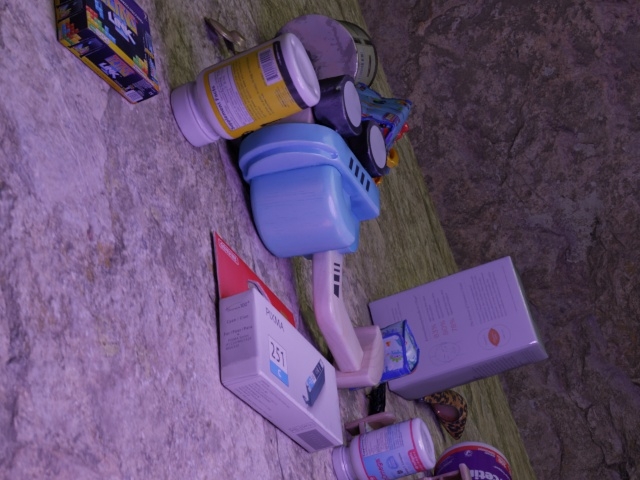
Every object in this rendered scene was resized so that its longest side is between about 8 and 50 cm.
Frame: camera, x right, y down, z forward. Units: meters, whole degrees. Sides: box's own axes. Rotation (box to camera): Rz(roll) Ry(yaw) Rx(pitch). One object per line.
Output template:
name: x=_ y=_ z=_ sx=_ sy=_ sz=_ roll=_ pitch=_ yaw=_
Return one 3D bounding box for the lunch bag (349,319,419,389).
lunch bag: x=0.120 y=0.234 z=1.837 sx=0.096 sy=0.128 sz=0.151 roll=64 pitch=18 yaw=-19

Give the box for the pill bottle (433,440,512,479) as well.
pill bottle: x=0.337 y=0.598 z=2.038 sx=0.323 sy=0.181 sz=0.182 roll=-75 pitch=143 yaw=-66

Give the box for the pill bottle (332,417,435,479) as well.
pill bottle: x=0.105 y=0.359 z=1.560 sx=0.087 sy=0.160 sz=0.087 roll=-20 pitch=90 yaw=-75

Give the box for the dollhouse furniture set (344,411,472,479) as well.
dollhouse furniture set: x=0.172 y=0.445 z=1.685 sx=0.242 sy=0.161 sz=0.212 roll=52 pitch=23 yaw=-49

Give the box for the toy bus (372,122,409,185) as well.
toy bus: x=0.122 y=-0.221 z=2.274 sx=0.149 sy=0.211 sz=0.220 roll=-83 pitch=151 yaw=-62

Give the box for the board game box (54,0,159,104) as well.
board game box: x=-0.281 y=-0.282 z=1.231 sx=0.170 sy=0.048 sz=0.141 roll=42 pitch=32 yaw=-61

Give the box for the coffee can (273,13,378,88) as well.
coffee can: x=0.011 y=-0.409 z=2.136 sx=0.275 sy=0.201 sz=0.202 roll=-38 pitch=108 yaw=-74

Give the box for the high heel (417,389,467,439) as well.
high heel: x=0.297 y=0.434 z=2.356 sx=0.186 sy=0.093 sz=0.261 roll=-46 pitch=126 yaw=-54

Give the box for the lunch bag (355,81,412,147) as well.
lunch bag: x=0.072 y=-0.162 z=1.991 sx=0.221 sy=0.138 sz=0.293 roll=-53 pitch=163 yaw=-65

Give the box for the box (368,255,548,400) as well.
box: x=0.314 y=0.207 z=2.135 sx=0.168 sy=0.345 sz=0.215 roll=42 pitch=32 yaw=-62

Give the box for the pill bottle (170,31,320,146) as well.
pill bottle: x=-0.116 y=-0.227 z=1.433 sx=0.119 sy=0.208 sz=0.119 roll=-20 pitch=90 yaw=-75

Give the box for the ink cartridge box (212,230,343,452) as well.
ink cartridge box: x=-0.063 y=0.151 z=1.421 sx=0.296 sy=0.066 sz=0.261 roll=51 pitch=25 yaw=-51

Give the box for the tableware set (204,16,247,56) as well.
tableware set: x=-0.148 y=-0.362 z=1.772 sx=0.141 sy=0.020 sz=0.168 roll=49 pitch=16 yaw=13

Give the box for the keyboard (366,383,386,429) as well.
keyboard: x=0.109 y=0.343 z=1.876 sx=0.192 sy=0.038 sz=0.100 roll=-74 pitch=165 yaw=-67

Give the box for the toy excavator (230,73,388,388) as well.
toy excavator: x=0.000 y=0.000 z=1.653 sx=0.433 sy=0.222 sz=0.445 roll=48 pitch=40 yaw=-56
